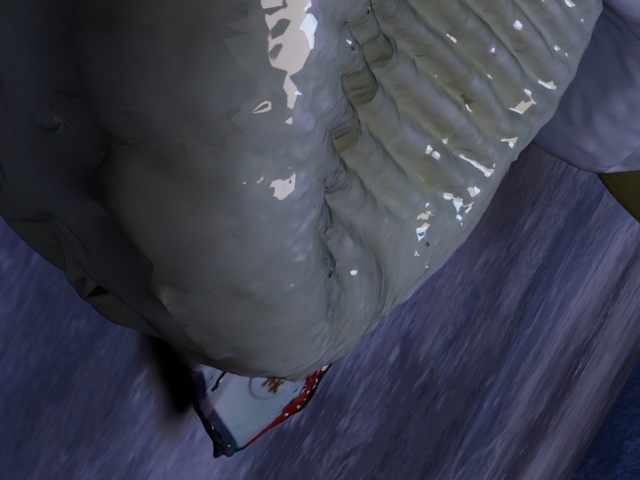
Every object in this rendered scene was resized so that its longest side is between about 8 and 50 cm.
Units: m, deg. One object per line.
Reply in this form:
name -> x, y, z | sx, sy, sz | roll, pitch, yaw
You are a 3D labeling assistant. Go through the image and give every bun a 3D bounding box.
bun -> -0.016, -0.080, 0.427 | 0.231, 0.133, 0.231 | -53, 155, -38

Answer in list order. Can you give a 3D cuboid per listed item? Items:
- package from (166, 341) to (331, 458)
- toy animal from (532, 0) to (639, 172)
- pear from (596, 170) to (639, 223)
package -> 0.000, 0.000, 0.750 | 0.166, 0.040, 0.232 | -44, 155, -13
toy animal -> 0.146, -0.148, 0.733 | 0.249, 0.174, 0.289 | -52, 157, -64
pear -> 0.290, -0.110, 1.080 | 0.309, 0.309, 0.309 | -53, 164, -23
